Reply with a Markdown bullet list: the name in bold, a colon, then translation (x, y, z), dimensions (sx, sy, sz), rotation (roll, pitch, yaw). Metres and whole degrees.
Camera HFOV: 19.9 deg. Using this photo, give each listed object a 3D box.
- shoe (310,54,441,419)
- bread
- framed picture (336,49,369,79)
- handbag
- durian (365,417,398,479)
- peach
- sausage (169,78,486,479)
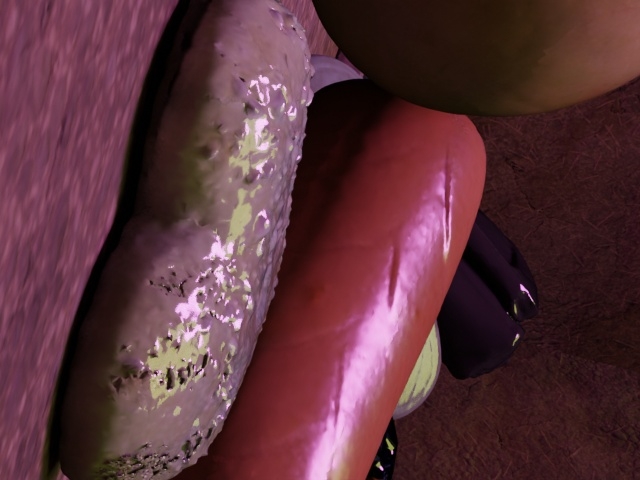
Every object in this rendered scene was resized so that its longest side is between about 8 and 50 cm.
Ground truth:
- **shoe**: translation (0.000, 0.000, 1.148), dimensions (0.103, 0.100, 0.251), rotation (-42, 122, -41)
- **bread**: translation (-0.051, 0.007, 0.797), dimensions (0.172, 0.064, 0.232), rotation (83, 23, -74)
- **framed picture**: translation (0.042, -0.144, 1.839), dimensions (0.446, 0.028, 0.326), rotation (99, 7, -56)
- **handbag**: translation (0.070, -0.018, 1.366), dimensions (0.088, 0.244, 0.275), rotation (-39, 180, 10)
- **durian**: translation (-0.022, 0.116, 1.072), dimensions (0.193, 0.138, 0.237), rotation (-72, 173, -52)
- **peach**: translation (0.111, -0.201, 0.917), dimensions (0.292, 0.247, 0.292), rotation (-47, 165, -17)
- **sausage**: translation (-0.011, 0.051, 0.932), dimensions (0.121, 0.121, 0.304), rotation (98, 15, -57)
